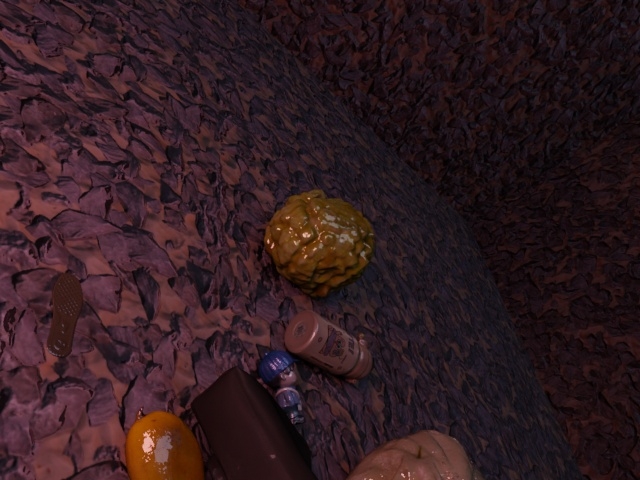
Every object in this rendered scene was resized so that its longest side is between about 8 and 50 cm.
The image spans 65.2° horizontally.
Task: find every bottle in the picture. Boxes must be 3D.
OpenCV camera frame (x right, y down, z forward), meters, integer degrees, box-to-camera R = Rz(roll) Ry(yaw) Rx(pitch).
[{"bbox_3d":[0.029,0.228,1.080,0.209,0.097,0.110,36,69,-34],"label":"bottle"}]

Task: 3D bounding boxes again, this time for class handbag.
[{"bbox_3d":[-0.051,0.342,0.709,0.285,0.113,0.257,44,-9,47],"label":"handbag"}]

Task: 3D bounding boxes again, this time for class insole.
[{"bbox_3d":[-0.356,0.101,0.697,0.045,0.002,0.135,31,34,-39],"label":"insole"}]

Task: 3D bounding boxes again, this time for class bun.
[{"bbox_3d":[0.178,0.507,0.826,0.326,0.234,0.362,57,41,-5],"label":"bun"}]

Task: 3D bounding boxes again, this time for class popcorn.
[{"bbox_3d":[0.000,0.000,1.184,0.258,0.224,0.270,46,32,-1],"label":"popcorn"}]

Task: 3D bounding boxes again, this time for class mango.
[{"bbox_3d":[-0.197,0.305,0.656,0.101,0.066,0.187,-7,72,-60],"label":"mango"}]

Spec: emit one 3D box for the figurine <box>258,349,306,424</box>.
[{"bbox_3d":[-0.072,0.271,0.916,0.079,0.077,0.136,1,67,-18],"label":"figurine"}]
